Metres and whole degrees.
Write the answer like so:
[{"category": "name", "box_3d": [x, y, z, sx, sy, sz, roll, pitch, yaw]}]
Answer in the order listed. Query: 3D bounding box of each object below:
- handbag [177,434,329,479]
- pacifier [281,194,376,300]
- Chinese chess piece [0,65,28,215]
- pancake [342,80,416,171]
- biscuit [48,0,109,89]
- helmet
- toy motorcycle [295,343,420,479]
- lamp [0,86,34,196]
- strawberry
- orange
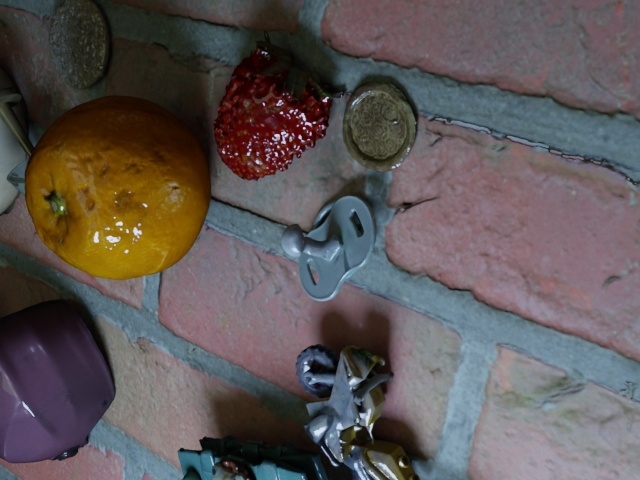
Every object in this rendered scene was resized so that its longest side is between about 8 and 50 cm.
[{"category": "handbag", "box_3d": [-0.079, 0.413, 1.117, 0.268, 0.100, 0.274, -3, 106, 44]}, {"category": "pacifier", "box_3d": [0.000, 0.000, 1.021, 0.150, 0.116, 0.127, -44, 46, 37]}, {"category": "Chinese chess piece", "box_3d": [-0.674, -0.185, 1.470, 0.338, 0.140, 0.338, 7, 103, 35]}, {"category": "pancake", "box_3d": [0.072, -0.141, 1.004, 0.114, 0.011, 0.115, 8, 103, 34]}, {"category": "biscuit", "box_3d": [-0.390, -0.319, 1.311, 0.152, 0.020, 0.152, 6, 100, 37]}, {"category": "helmet", "box_3d": [-0.523, 0.264, 1.404, 0.338, 0.197, 0.271, -41, 76, 33]}, {"category": "toy motorcycle", "box_3d": [0.055, 0.228, 1.030, 0.129, 0.094, 0.229, -33, 83, 34]}, {"category": "lamp", "box_3d": [-0.471, -0.145, 1.334, 0.121, 0.121, 0.215, -31, 91, 36]}, {"category": "strawberry", "box_3d": [-0.079, -0.151, 1.068, 0.167, 0.087, 0.208, 42, 121, 22]}, {"category": "orange", "box_3d": [-0.281, -0.071, 1.142, 0.261, 0.261, 0.261, 7, 102, 36]}]
